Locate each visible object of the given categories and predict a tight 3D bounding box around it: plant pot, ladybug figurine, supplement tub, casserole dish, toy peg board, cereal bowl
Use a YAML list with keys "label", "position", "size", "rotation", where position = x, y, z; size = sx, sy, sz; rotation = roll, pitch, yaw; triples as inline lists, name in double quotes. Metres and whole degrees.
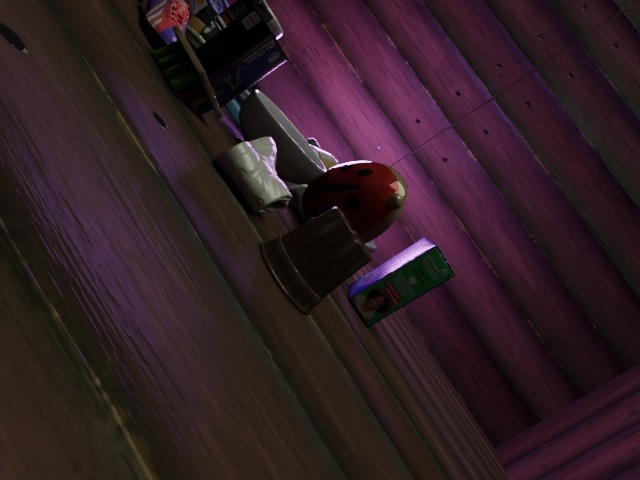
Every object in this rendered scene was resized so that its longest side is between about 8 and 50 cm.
- label: "plant pot"
  position: [-0.001, 0.028, 0.977]
  size: [0.167, 0.165, 0.167]
  rotation: [55, 6, -9]
- label: "ladybug figurine"
  position: [0.085, -0.130, 1.630]
  size: [0.162, 0.304, 0.450]
  rotation: [31, -19, -31]
- label: "supplement tub"
  position: [-0.021, -0.301, 2.070]
  size: [0.200, 0.144, 0.144]
  rotation: [11, 43, -56]
- label: "casserole dish"
  position: [-0.293, -0.453, 1.767]
  size: [0.188, 0.037, 0.114]
  rotation: [58, 7, 7]
- label: "toy peg board"
  position: [-0.310, -0.372, 1.174]
  size: [0.161, 0.079, 0.160]
  rotation: [60, -8, 23]
- label: "supplement tub"
  position: [-0.317, -0.774, 1.920]
  size: [0.193, 0.316, 0.193]
  rotation: [56, 7, -10]
- label: "cereal bowl"
  position: [-0.141, -0.305, 1.615]
  size: [0.339, 0.141, 0.339]
  rotation: [49, 12, -14]

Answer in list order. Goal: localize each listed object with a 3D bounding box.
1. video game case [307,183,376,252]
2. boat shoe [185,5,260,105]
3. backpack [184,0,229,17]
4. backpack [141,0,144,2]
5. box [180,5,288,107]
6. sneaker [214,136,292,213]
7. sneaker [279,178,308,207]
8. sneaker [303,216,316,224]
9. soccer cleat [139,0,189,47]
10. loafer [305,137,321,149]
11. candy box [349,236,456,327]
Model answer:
- label: "video game case"
  position: [0.051, -0.099, 2.038]
  size: [0.300, 0.036, 0.328]
  rotation: [16, 35, -42]
- label: "boat shoe"
  position: [-0.299, -0.606, 1.793]
  size: [0.187, 0.156, 0.500]
  rotation: [32, -8, 35]
- label: "backpack"
  position: [-0.496, -0.984, 2.206]
  size: [0.276, 0.213, 0.263]
  rotation: [44, 24, -72]
- label: "backpack"
  position: [-0.495, -0.732, 1.426]
  size: [0.120, 0.098, 0.101]
  rotation: [68, 3, -53]
- label: "box"
  position: [-0.244, -0.526, 1.483]
  size: [0.103, 0.261, 0.184]
  rotation: [57, 7, 7]
- label: "sneaker"
  position: [-0.133, -0.142, 1.165]
  size: [0.169, 0.108, 0.292]
  rotation: [57, 16, -8]
- label: "sneaker"
  position: [-0.094, -0.196, 1.816]
  size: [0.094, 0.080, 0.212]
  rotation: [46, 0, 40]
- label: "sneaker"
  position: [0.000, 0.000, 1.526]
  size: [0.234, 0.078, 0.106]
  rotation: [55, 3, -43]
- label: "soccer cleat"
  position: [-0.386, -0.568, 1.303]
  size: [0.108, 0.117, 0.318]
  rotation: [50, 9, -44]
- label: "loafer"
  position: [-0.080, -0.363, 2.133]
  size: [0.084, 0.096, 0.268]
  rotation: [48, 41, 7]
- label: "candy box"
  position: [0.256, 0.128, 1.661]
  size: [0.122, 0.317, 0.268]
  rotation: [56, 7, -2]
